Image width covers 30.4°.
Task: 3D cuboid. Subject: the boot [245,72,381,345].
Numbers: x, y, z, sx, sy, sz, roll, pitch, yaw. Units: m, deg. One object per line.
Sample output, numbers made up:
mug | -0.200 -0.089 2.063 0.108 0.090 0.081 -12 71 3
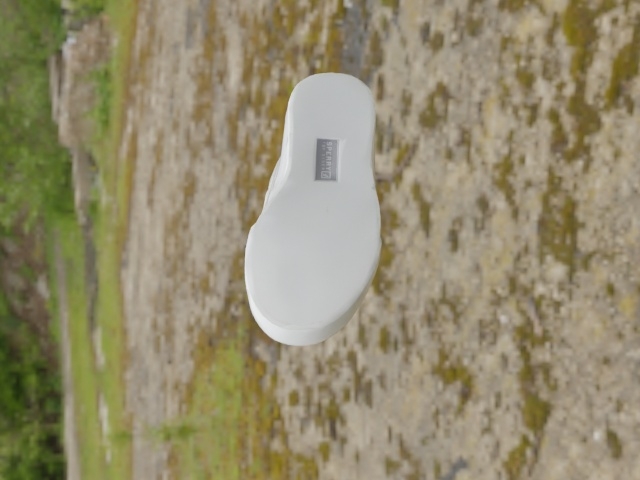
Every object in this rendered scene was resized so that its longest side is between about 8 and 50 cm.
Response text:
boot | 0.000 0.000 0.881 0.123 0.095 0.258 93 -174 -47
